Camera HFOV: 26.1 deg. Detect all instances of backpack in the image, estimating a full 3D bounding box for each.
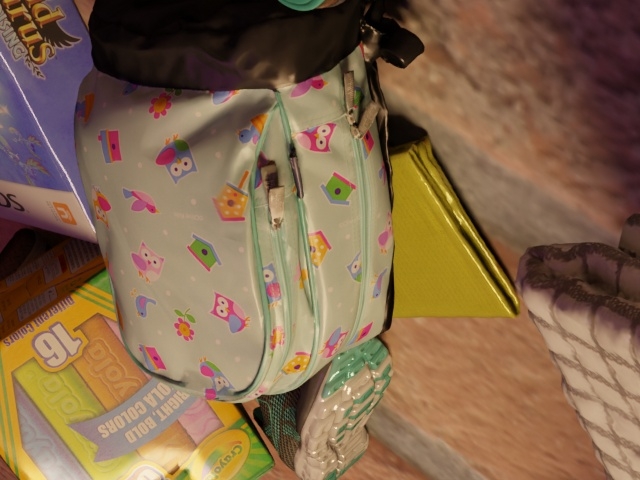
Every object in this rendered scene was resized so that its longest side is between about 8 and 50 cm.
[{"bbox_3d":[-0.036,-0.023,0.609,0.152,0.115,0.182,17,122,46],"label":"backpack"}]

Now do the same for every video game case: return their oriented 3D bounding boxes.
[{"bbox_3d":[-0.237,-0.136,0.822,0.244,0.061,0.269,12,135,45],"label":"video game case"}]

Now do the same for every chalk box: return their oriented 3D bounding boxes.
[{"bbox_3d":[-0.120,0.112,0.859,0.213,0.132,0.132,57,174,-19],"label":"chalk box"}]

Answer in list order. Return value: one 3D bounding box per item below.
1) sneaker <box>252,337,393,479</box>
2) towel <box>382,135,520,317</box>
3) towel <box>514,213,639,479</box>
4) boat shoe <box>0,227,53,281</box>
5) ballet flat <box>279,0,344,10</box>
[{"bbox_3d":[-0.009,0.089,0.797,0.076,0.065,0.166,43,150,17],"label":"sneaker"},{"bbox_3d":[0.000,0.000,0.721,0.237,0.021,0.102,-5,126,54],"label":"towel"},{"bbox_3d":[0.216,0.097,0.411,0.284,0.121,0.235,27,151,54],"label":"towel"},{"bbox_3d":[-0.215,0.065,1.024,0.095,0.095,0.257,36,158,-8],"label":"boat shoe"},{"bbox_3d":[-0.011,-0.178,0.465,0.074,0.074,0.203,18,140,41],"label":"ballet flat"}]
